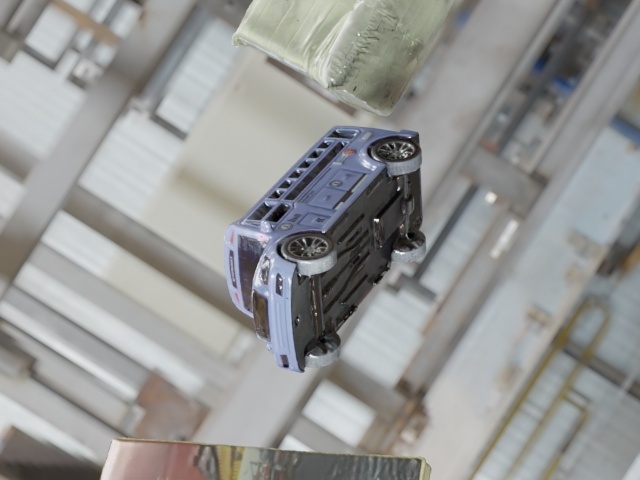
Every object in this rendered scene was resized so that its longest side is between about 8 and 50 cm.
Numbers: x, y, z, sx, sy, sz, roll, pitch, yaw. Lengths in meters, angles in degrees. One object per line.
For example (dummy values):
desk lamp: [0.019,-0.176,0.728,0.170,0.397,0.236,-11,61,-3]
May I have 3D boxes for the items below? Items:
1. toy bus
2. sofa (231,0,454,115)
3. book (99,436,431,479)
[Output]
toy bus: [0.000,0.000,1.761,0.133,0.125,0.292,12,-145,24]
sofa: [0.015,-0.271,2.021,0.225,0.210,0.176,33,-175,26]
book: [-0.083,0.336,1.849,0.374,0.263,0.028,1,155,25]
